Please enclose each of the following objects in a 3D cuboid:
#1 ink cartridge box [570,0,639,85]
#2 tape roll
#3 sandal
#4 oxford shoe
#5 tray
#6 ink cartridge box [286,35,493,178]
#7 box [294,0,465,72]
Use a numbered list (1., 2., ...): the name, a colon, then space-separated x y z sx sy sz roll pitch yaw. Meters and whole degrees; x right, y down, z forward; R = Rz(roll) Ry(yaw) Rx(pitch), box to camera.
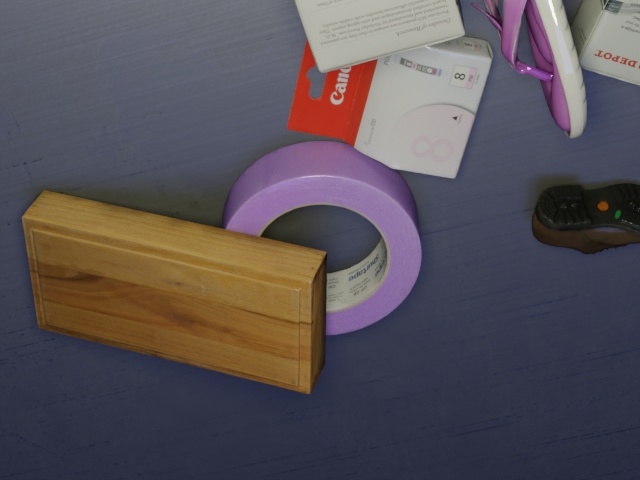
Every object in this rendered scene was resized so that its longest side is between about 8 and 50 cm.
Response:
1. ink cartridge box: 0.416 -0.300 1.733 0.153 0.087 0.208 15 124 -12
2. tape roll: 0.000 0.000 1.948 0.275 0.090 0.275 0 126 0
3. sandal: 0.225 -0.310 1.683 0.102 0.169 0.416 -17 113 8
4. oxford shoe: 0.402 -0.025 1.954 0.227 0.083 0.096 5 145 -4
5. tray: -0.198 0.071 1.924 0.411 0.076 0.203 13 129 15
6. ink cartridge box: 0.088 -0.186 1.834 0.232 0.066 0.189 6 126 -11
7. box: 0.064 -0.309 1.663 0.182 0.181 0.119 -14 126 9
